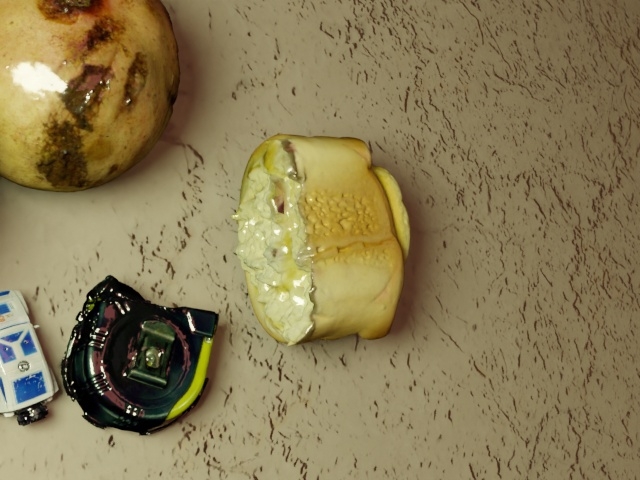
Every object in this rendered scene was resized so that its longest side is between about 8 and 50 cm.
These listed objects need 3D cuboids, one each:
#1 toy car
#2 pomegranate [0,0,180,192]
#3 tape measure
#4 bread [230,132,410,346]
[{"bbox_3d":[-0.381,0.144,1.067,0.080,0.070,0.171,-18,83,-36],"label":"toy car"},{"bbox_3d":[-0.332,-0.220,1.105,0.322,0.322,0.322,11,68,-29],"label":"pomegranate"},{"bbox_3d":[-0.232,0.159,1.135,0.199,0.112,0.186,20,66,-24],"label":"tape measure"},{"bbox_3d":[0.000,0.000,1.287,0.270,0.211,0.316,-5,84,-42],"label":"bread"}]
